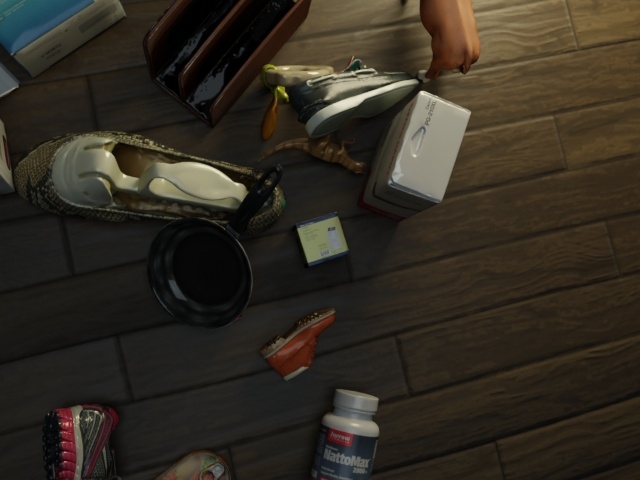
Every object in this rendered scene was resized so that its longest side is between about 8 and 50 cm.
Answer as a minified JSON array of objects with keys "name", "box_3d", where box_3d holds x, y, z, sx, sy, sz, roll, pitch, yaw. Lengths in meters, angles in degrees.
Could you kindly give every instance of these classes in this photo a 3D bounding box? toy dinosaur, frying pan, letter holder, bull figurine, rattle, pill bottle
[{"name":"toy dinosaur","box_3d":[-0.004,-0.182,1.228,0.211,0.064,0.112,14,84,-7]},{"name":"frying pan","box_3d":[-0.184,-0.004,1.077,0.197,0.053,0.326,21,108,12]},{"name":"letter holder","box_3d":[-0.156,-0.385,1.145,0.152,0.214,0.302,38,80,-4]},{"name":"bull figurine","box_3d":[0.231,-0.457,1.229,0.101,0.188,0.310,-5,85,-10]},{"name":"rattle","box_3d":[-0.014,-0.276,1.234,0.199,0.130,0.143,-13,98,-37]},{"name":"pill bottle","box_3d":[0.047,0.365,1.160,0.108,0.108,0.180,13,82,-8]}]

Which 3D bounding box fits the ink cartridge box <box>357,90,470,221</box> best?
[{"name":"ink cartridge box","box_3d":[0.160,-0.141,1.161,0.100,0.237,0.172,20,82,-7]}]

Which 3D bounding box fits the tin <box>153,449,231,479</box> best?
[{"name":"tin","box_3d":[-0.246,0.451,1.139,0.189,0.040,0.106,-35,95,-11]}]

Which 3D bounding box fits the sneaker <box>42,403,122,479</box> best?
[{"name":"sneaker","box_3d":[-0.392,0.427,1.082,0.112,0.121,0.299,0,92,-40]}]

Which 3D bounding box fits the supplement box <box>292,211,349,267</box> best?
[{"name":"supplement box","box_3d":[0.000,0.000,1.213,0.083,0.056,0.083,-17,88,-11]}]

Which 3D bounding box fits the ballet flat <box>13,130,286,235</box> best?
[{"name":"ballet flat","box_3d":[-0.293,-0.106,1.112,0.482,0.182,0.164,8,84,-8]}]

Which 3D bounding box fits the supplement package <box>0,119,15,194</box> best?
[{"name":"supplement package","box_3d":[-0.634,-0.169,1.009,0.204,0.262,0.145,-15,72,-11]}]

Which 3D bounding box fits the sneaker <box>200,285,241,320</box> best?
[{"name":"sneaker","box_3d":[-0.184,0.065,1.172,0.074,0.063,0.170,-35,86,-5]}]

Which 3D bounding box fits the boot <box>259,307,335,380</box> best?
[{"name":"boot","box_3d":[-0.026,0.190,1.194,0.158,0.059,0.085,-36,94,-2]}]

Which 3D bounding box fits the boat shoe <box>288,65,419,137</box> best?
[{"name":"boat shoe","box_3d":[0.068,-0.276,1.183,0.302,0.114,0.091,-27,81,-45]}]

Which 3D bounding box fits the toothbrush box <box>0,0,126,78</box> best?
[{"name":"toothbrush box","box_3d":[-0.526,-0.478,1.138,0.216,0.126,0.295,-39,92,-10]}]

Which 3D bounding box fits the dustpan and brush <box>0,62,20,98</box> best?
[{"name":"dustpan and brush","box_3d":[-0.662,-0.266,1.127,0.211,0.060,0.147,-45,93,-11]}]
